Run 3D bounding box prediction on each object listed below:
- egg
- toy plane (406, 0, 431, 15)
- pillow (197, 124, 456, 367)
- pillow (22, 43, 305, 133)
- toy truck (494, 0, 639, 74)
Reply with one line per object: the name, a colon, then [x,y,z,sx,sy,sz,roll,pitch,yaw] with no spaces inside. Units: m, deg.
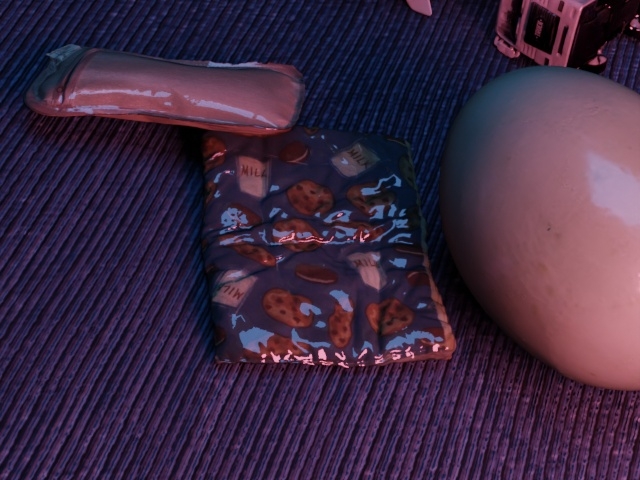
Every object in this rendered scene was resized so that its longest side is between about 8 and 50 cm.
egg: [0.202,-0.012,1.207,0.203,0.203,0.282,-16,58,-25]
toy plane: [0.027,-0.306,1.532,0.234,0.082,0.160,33,22,17]
pillow: [-0.002,-0.001,1.272,0.189,0.034,0.255,1,48,-10]
pillow: [-0.128,-0.128,1.335,0.233,0.038,0.130,7,30,6]
toy truck: [0.268,-0.252,1.524,0.125,0.101,0.242,34,46,25]
